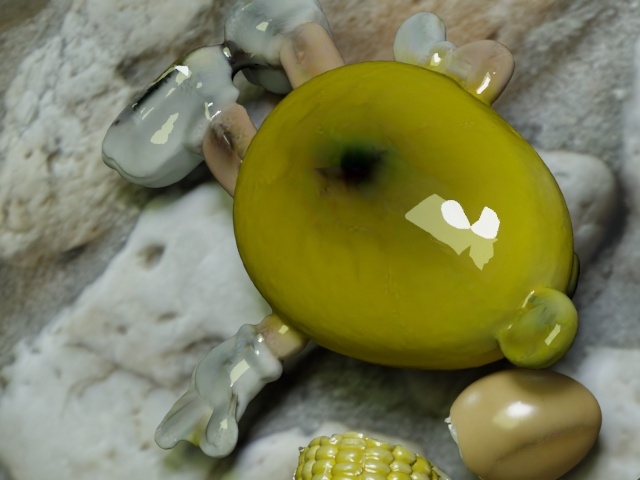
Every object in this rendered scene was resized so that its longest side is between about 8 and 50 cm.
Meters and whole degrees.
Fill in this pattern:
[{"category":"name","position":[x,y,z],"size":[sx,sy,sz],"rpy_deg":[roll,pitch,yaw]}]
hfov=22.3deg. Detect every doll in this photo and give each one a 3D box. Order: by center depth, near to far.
[{"category":"doll","position":[-0.001,-0.032,1.178],"size":[0.348,0.161,0.423],"rpy_deg":[-29,52,24]}]

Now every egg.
[{"category":"egg","position":[0.135,0.121,1.062],"size":[0.096,0.080,0.080],"rpy_deg":[-20,56,22]}]

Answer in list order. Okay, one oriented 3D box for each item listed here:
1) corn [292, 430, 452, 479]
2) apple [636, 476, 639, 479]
[{"category":"corn","position":[0.026,0.262,1.022],"size":[0.123,0.122,0.305],"rpy_deg":[134,148,-53]},{"category":"apple","position":[0.228,0.216,0.905],"size":[0.182,0.182,0.155],"rpy_deg":[23,41,33]}]
